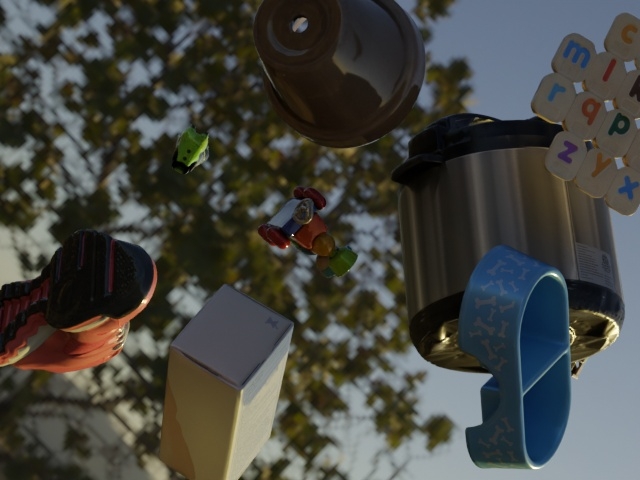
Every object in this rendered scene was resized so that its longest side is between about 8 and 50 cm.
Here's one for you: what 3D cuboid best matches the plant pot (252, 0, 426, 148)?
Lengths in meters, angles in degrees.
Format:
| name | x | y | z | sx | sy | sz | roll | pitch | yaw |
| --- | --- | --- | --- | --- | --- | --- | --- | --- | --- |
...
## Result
| name | x | y | z | sx | sy | sz | roll | pitch | yaw |
| --- | --- | --- | --- | --- | --- | --- | --- | --- | --- |
| plant pot | 0.007 | -0.295 | 2.166 | 0.263 | 0.263 | 0.229 | 40 | 3 | 24 |

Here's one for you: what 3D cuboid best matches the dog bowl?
| name | x | y | z | sx | sy | sz | roll | pitch | yaw |
| --- | --- | --- | --- | --- | --- | --- | --- | --- | --- |
| dog bowl | 0.245 | 0.152 | 1.752 | 0.074 | 0.166 | 0.297 | 10 | -61 | 34 |

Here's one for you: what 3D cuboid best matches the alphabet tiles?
| name | x | y | z | sx | sy | sz | roll | pitch | yaw |
| --- | --- | --- | --- | --- | --- | --- | --- | --- | --- |
| alphabet tiles | 0.465 | -0.193 | 2.180 | 0.284 | 0.278 | 0.021 | 28 | -6 | -12 |

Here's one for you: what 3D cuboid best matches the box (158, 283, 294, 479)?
| name | x | y | z | sx | sy | sz | roll | pitch | yaw |
| --- | --- | --- | --- | --- | --- | --- | --- | --- | --- |
| box | -0.140 | 0.223 | 2.064 | 0.121 | 0.148 | 0.311 | 30 | -38 | 14 |

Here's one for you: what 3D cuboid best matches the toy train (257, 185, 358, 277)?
| name | x | y | z | sx | sy | sz | roll | pitch | yaw |
| --- | --- | --- | --- | --- | --- | --- | --- | --- | --- |
| toy train | 0.000 | 0.000 | 2.197 | 0.143 | 0.105 | 0.248 | 43 | -6 | -11 |

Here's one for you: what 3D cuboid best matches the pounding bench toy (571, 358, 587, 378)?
| name | x | y | z | sx | sy | sz | roll | pitch | yaw |
| --- | --- | --- | --- | --- | --- | --- | --- | --- | --- |
| pounding bench toy | 0.457 | 0.209 | 2.575 | 0.052 | 0.065 | 0.083 | 31 | 1 | 24 |

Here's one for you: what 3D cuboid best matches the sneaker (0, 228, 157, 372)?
| name | x | y | z | sx | sy | sz | roll | pitch | yaw |
| --- | --- | --- | --- | --- | --- | --- | --- | --- | --- |
| sneaker | -0.260 | 0.078 | 1.613 | 0.136 | 0.116 | 0.314 | 23 | -31 | -36 |

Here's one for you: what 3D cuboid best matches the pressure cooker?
| name | x | y | z | sx | sy | sz | roll | pitch | yaw |
| --- | --- | --- | --- | --- | --- | --- | --- | --- | --- |
| pressure cooker | 0.319 | -0.015 | 2.422 | 0.370 | 0.376 | 0.420 | 66 | 19 | -66 |

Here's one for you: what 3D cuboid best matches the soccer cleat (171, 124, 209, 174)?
| name | x | y | z | sx | sy | sz | roll | pitch | yaw |
| --- | --- | --- | --- | --- | --- | --- | --- | --- | --- |
| soccer cleat | -0.217 | -0.141 | 2.328 | 0.060 | 0.072 | 0.179 | 29 | -7 | -3 |
